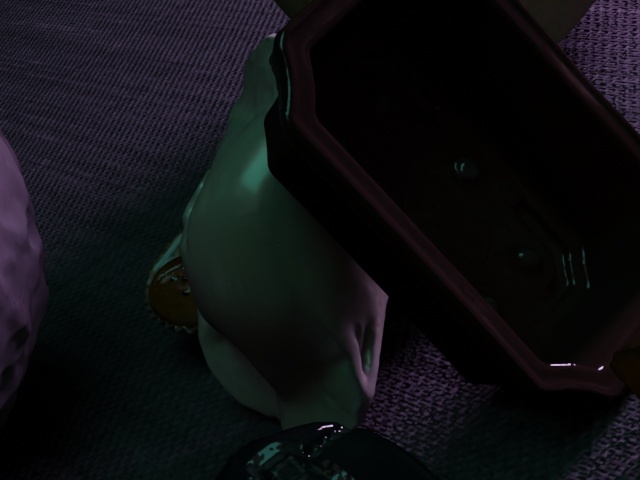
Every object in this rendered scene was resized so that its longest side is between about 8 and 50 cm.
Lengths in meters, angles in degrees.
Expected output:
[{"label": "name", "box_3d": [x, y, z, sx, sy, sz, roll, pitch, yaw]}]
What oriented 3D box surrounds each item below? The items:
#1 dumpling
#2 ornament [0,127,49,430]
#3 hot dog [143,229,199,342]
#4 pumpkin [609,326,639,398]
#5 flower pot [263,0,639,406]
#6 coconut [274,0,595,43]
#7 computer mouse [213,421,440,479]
[{"label": "dumpling", "box_3d": [-0.026, 0.002, 1.005, 0.124, 0.229, 0.151, 1, -7, -30]}, {"label": "ornament", "box_3d": [-0.330, 0.016, 1.092, 0.337, 0.337, 0.337, -22, 25, 11]}, {"label": "hot dog", "box_3d": [0.000, 0.000, 1.107, 0.252, 0.069, 0.131, -20, 33, 20]}, {"label": "pumpkin", "box_3d": [0.257, 0.053, 0.715, 0.258, 0.095, 0.290, -30, 21, 4]}, {"label": "flower pot", "box_3d": [0.074, -0.028, 0.928, 0.179, 0.251, 0.084, -47, 7, -37]}, {"label": "coconut", "box_3d": [0.075, -0.259, 1.305, 0.281, 0.328, 0.328, -59, 30, -4]}, {"label": "computer mouse", "box_3d": [-0.003, 0.135, 0.861, 0.106, 0.062, 0.192, -35, 24, -16]}]
